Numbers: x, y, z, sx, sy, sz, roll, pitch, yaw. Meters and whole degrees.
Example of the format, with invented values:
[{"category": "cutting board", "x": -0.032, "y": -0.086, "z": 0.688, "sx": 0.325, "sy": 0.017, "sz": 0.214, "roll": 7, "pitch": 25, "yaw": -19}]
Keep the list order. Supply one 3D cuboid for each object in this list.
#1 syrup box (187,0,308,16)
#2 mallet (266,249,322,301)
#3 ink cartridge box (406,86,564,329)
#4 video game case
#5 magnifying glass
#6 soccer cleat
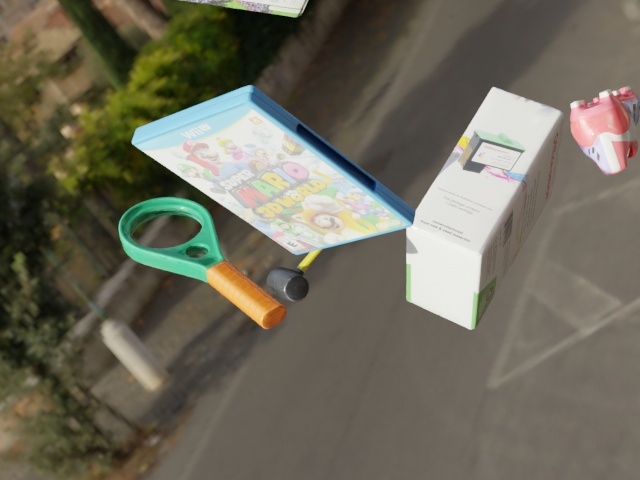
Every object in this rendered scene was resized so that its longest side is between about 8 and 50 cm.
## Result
[{"category": "syrup box", "x": -0.119, "y": -0.268, "z": 1.123, "sx": 0.096, "sy": 0.236, "sz": 0.093, "roll": 124, "pitch": 148, "yaw": -62}, {"category": "mallet", "x": 0.000, "y": 0.000, "z": 1.719, "sx": 0.190, "sy": 0.039, "sz": 0.062, "roll": -53, "pitch": 26, "yaw": -17}, {"category": "ink cartridge box", "x": 0.234, "y": -0.048, "z": 1.888, "sx": 0.117, "sy": 0.201, "sz": 0.278, "roll": 24, "pitch": 61, "yaw": 18}, {"category": "video game case", "x": -0.031, "y": -0.043, "z": 0.911, "sx": 0.119, "sy": 0.166, "sz": 0.015, "roll": -14, "pitch": 52, "yaw": 43}, {"category": "magnifying glass", "x": -0.113, "y": 0.020, "z": 1.279, "sx": 0.092, "sy": 0.026, "sz": 0.231, "roll": -27, "pitch": 41, "yaw": -29}, {"category": "soccer cleat", "x": 0.347, "y": -0.131, "z": 1.589, "sx": 0.083, "sy": 0.095, "sz": 0.248, "roll": -16, "pitch": 1, "yaw": 18}]
